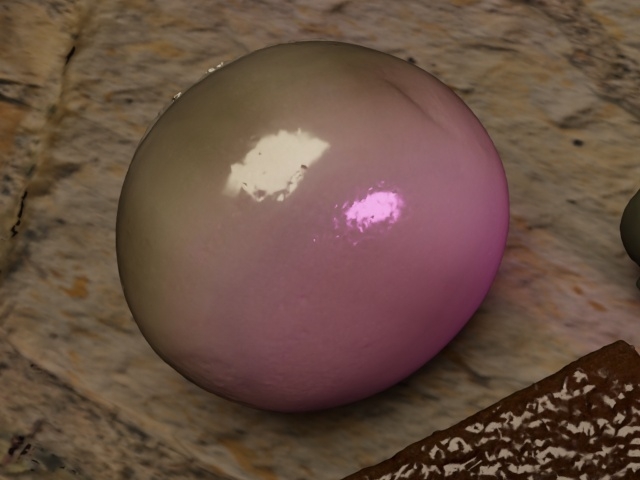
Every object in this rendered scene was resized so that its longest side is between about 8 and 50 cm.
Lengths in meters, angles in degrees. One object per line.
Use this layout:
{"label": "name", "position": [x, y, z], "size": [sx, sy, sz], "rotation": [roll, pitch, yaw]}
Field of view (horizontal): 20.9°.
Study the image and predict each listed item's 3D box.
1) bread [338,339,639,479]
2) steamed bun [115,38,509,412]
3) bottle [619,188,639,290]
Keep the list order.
{"label": "bread", "position": [0.105, 0.238, 1.364], "size": [0.417, 0.113, 0.165], "rotation": [-26, 61, -4]}
{"label": "steamed bun", "position": [0.000, 0.000, 1.394], "size": [0.324, 0.324, 0.206], "rotation": [-31, 48, -6]}
{"label": "bottle", "position": [0.401, 0.041, 1.381], "size": [0.347, 0.168, 0.168], "rotation": [34, 74, 30]}
